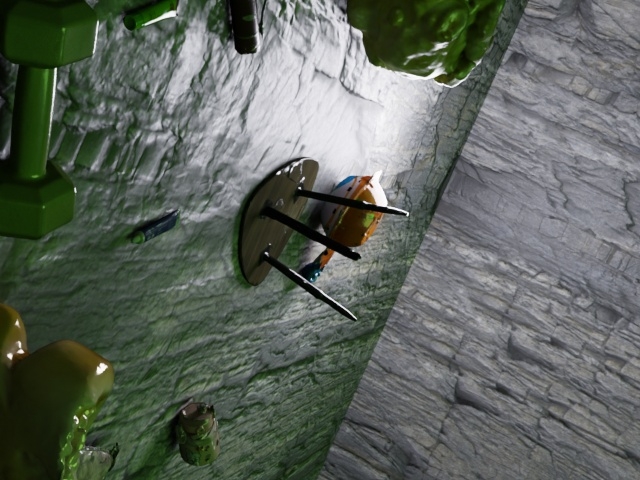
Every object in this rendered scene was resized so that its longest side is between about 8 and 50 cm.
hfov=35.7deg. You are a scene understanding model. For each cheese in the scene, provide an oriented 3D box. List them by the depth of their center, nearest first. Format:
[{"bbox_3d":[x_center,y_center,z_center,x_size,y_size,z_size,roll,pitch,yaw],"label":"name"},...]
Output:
[{"bbox_3d":[0.055,-0.031,2.404,0.329,0.129,0.217,-58,169,24],"label":"cheese"}]

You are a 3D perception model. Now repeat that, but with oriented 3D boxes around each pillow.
[{"bbox_3d":[-0.440,0.408,1.712,0.169,0.059,0.255,-61,161,-10],"label":"pillow"}]

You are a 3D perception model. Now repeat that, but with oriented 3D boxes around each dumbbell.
[{"bbox_3d":[-0.333,-0.146,1.152,0.108,0.121,0.301,-8,129,-35],"label":"dumbbell"}]

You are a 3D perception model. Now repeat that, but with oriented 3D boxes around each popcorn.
[{"bbox_3d":[0.220,-0.464,1.978,0.312,0.312,0.312,-54,160,-30],"label":"popcorn"}]

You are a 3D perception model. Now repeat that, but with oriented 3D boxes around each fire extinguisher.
[{"bbox_3d":[-0.114,-0.365,1.565,0.078,0.045,0.157,-31,150,-18],"label":"fire extinguisher"}]

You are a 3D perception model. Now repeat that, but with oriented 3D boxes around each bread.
[{"bbox_3d":[-0.429,0.306,1.248,0.423,0.245,0.329,-61,-159,-3],"label":"bread"}]

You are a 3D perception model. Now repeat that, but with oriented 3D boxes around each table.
[{"bbox_3d":[0.000,0.000,2.074,0.317,0.249,0.317,-54,160,-30],"label":"table"}]

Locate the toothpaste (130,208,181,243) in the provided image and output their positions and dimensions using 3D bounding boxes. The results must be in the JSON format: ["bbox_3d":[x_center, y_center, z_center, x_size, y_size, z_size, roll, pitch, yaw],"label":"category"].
[{"bbox_3d":[-0.272,-0.019,1.649,0.140,0.021,0.037,-36,147,-60],"label":"toothpaste"}]

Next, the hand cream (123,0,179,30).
[{"bbox_3d":[-0.227,-0.312,1.364,0.122,0.023,0.036,-45,151,-55],"label":"hand cream"}]

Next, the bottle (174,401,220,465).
[{"bbox_3d":[-0.269,0.411,2.161,0.099,0.099,0.152,-48,150,-40],"label":"bottle"}]
